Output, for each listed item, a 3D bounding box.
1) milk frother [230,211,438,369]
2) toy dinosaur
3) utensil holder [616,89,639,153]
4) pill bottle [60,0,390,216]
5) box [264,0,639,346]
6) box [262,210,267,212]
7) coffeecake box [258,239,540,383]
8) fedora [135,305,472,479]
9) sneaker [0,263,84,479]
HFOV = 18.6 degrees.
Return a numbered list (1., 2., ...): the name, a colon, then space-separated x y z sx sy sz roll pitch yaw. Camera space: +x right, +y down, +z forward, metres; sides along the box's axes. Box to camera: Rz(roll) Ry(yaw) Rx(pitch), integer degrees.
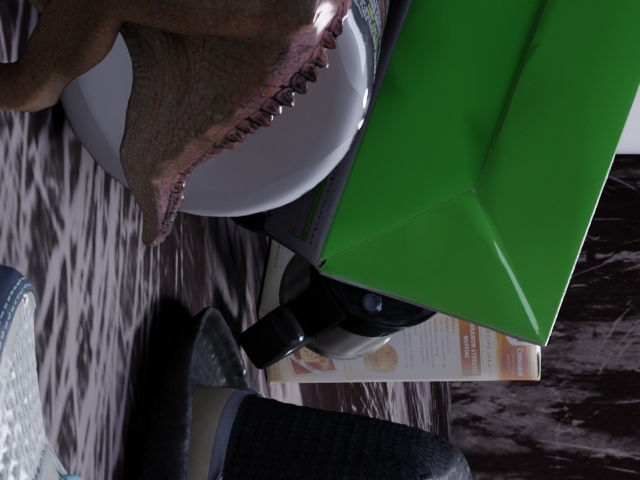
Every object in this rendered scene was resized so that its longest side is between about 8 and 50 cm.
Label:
1. milk frother: 0.000 0.000 1.202 0.135 0.129 0.143 138 -62 -72
2. toy dinosaur: -0.027 -0.132 0.640 0.127 0.200 0.295 -63 151 -75
3. utensil holder: 0.213 -0.230 1.623 0.327 0.386 0.327 180 -90 -85
4. pill bottle: -0.032 -0.117 0.879 0.245 0.131 0.130 -76 163 -64
5. box: 0.076 -0.098 1.017 0.231 0.127 0.262 -155 -95 -82
6. box: -0.016 -0.198 1.313 0.322 0.059 0.232 -82 169 -48
7. coffeecake box: 0.059 0.028 1.351 0.142 0.186 0.068 -81 168 -52
8. fedora: 0.004 0.188 1.023 0.334 0.153 0.334 -1 90 -82
9. sneaker: -0.068 0.135 0.581 0.110 0.122 0.283 -74 161 -69
